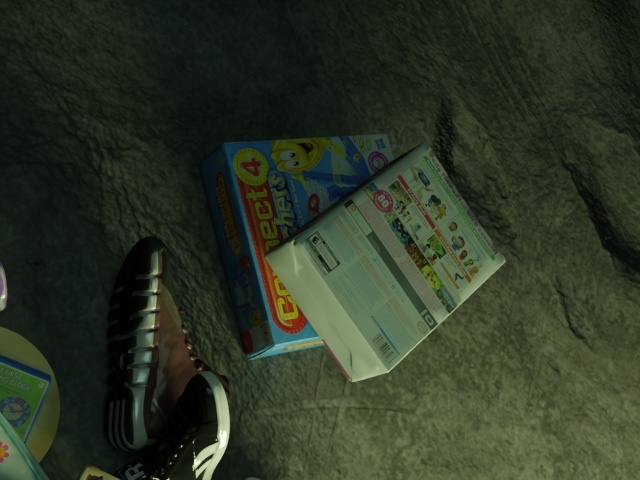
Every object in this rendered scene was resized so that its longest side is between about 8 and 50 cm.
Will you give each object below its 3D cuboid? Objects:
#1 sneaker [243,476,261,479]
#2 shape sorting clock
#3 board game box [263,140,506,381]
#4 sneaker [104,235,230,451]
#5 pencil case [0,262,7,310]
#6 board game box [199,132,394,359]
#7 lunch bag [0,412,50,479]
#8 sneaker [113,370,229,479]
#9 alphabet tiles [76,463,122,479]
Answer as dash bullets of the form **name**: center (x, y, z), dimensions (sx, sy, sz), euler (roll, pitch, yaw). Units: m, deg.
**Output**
- **sneaker**: center (-0.136, 0.435, 1.333), dimensions (0.152, 0.114, 0.305), euler (22, 57, -14)
- **shape sorting clock**: center (-0.418, 0.202, 1.286), dimensions (0.206, 0.040, 0.206), euler (4, 82, -27)
- **board game box**: center (0.101, 0.026, 1.544), dimensions (0.303, 0.097, 0.224), euler (-37, 95, -35)
- **sneaker**: center (-0.194, 0.143, 1.427), dimensions (0.162, 0.106, 0.282), euler (12, 76, -34)
- **pencil case**: center (-0.482, 0.065, 1.277), dimensions (0.206, 0.088, 0.086), euler (-9, 117, -35)
- **board game box**: center (0.000, 0.000, 1.603), dimensions (0.301, 0.086, 0.308), euler (-8, 76, -35)
- **lunch bag**: center (-0.398, 0.323, 1.192), dimensions (0.224, 0.108, 0.279), euler (-36, 101, -34)
- **sneaker**: center (-0.189, 0.265, 1.315), dimensions (0.121, 0.217, 0.079), euler (-9, 36, -37)
- **alphabet tiles**: center (-0.265, 0.442, 1.186), dimensions (0.285, 0.011, 0.343), euler (33, 66, -25)
